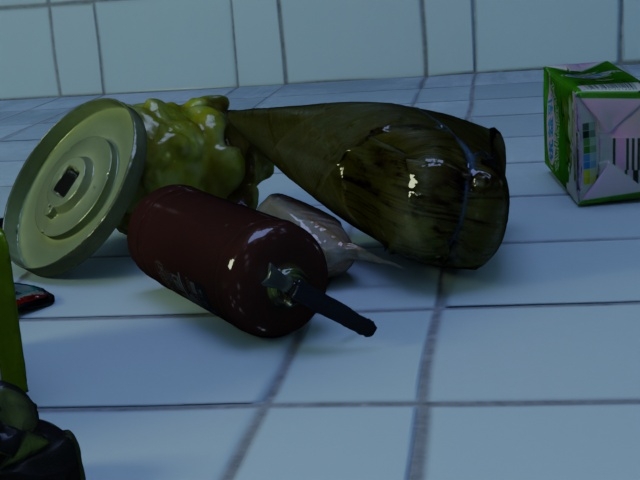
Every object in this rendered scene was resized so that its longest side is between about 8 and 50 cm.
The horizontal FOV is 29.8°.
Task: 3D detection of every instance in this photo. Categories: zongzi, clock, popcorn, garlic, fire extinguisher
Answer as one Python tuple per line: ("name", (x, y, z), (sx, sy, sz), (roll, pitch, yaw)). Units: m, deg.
("zongzi", (0.037, -0.085, 1.366), (0.360, 0.160, 0.323), (17, 11, 3))
("clock", (-0.297, -0.067, 1.445), (0.235, 0.235, 0.029), (12, -16, 49))
("popcorn", (-0.197, -0.095, 1.564), (0.254, 0.195, 0.256), (4, -3, 11))
("garlic", (-0.005, 0.000, 1.339), (0.128, 0.091, 0.198), (5, 6, -23))
("fire extinguisher", (-0.076, 0.026, 1.205), (0.135, 0.114, 0.337), (28, -4, -30))

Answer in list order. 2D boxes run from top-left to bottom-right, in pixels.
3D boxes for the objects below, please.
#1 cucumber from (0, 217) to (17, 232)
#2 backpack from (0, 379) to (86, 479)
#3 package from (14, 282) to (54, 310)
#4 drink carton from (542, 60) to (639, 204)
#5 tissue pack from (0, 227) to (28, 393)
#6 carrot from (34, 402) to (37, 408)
("cucumber", (-0.487, 0.001, 1.566), (0.219, 0.046, 0.070), (-5, 22, -5))
("backpack", (-0.265, 0.156, 0.665), (0.207, 0.140, 0.253), (1, 10, 30))
("package", (-0.424, 0.059, 1.317), (0.231, 0.040, 0.166), (7, 17, 35))
("drink carton", (0.382, -0.150, 1.667), (0.108, 0.161, 0.271), (-3, 16, 2))
("tissue pack", (-0.414, 0.068, 1.007), (0.274, 0.167, 0.200), (-11, 15, -29))
("carrot", (-0.319, 0.158, 0.832), (0.260, 0.070, 0.070), (-7, 14, -11))
